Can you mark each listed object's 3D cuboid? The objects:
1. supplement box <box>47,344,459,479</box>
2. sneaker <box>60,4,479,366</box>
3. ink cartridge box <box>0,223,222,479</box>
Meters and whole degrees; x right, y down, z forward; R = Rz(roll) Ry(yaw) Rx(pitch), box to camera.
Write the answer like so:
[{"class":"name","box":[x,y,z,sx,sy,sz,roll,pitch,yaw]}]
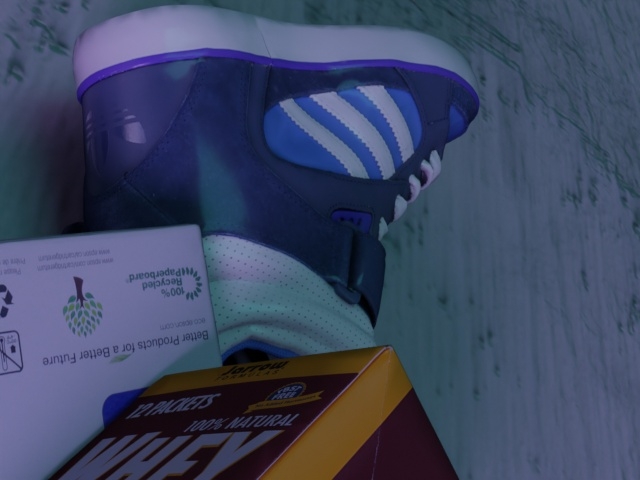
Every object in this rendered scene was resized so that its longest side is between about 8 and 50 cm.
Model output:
[{"class":"supplement box","box":[-0.029,0.173,0.485,0.191,0.129,0.194,-42,111,-43]},{"class":"sneaker","box":[0.000,0.000,0.771,0.323,0.130,0.236,0,73,-50]},{"class":"ink cartridge box","box":[-0.101,0.163,0.553,0.165,0.065,0.332,-5,83,-48]}]
